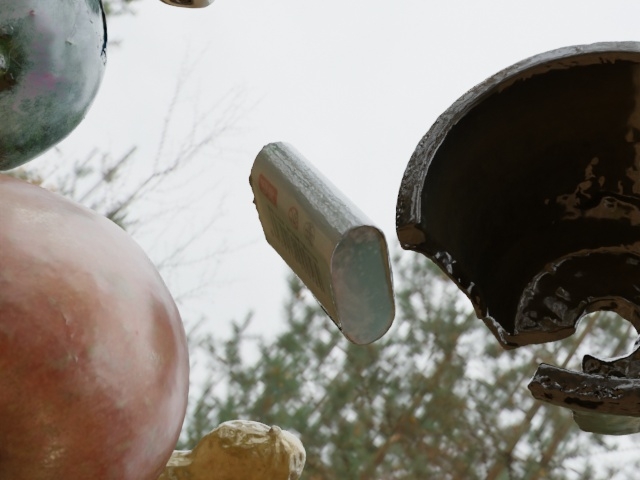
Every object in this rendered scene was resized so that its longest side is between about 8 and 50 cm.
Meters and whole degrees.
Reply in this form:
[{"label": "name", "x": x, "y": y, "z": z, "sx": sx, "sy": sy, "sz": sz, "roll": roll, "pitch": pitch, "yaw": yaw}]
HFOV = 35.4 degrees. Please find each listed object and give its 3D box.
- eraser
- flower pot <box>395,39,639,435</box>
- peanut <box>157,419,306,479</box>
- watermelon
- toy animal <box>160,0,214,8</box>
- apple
[{"label": "eraser", "x": 0.000, "y": 0.000, "z": 1.214, "sx": 0.227, "sy": 0.081, "sz": 0.174, "roll": 46, "pitch": -23, "yaw": 48}, {"label": "flower pot", "x": 0.280, "y": 0.026, "z": 0.937, "sx": 0.379, "sy": 0.379, "sz": 0.251, "roll": 24, "pitch": -25, "yaw": 30}, {"label": "peanut", "x": -0.148, "y": 0.317, "z": 1.379, "sx": 0.101, "sy": 0.263, "sz": 0.117, "roll": 12, "pitch": 58, "yaw": -80}, {"label": "watermelon", "x": -0.340, "y": -0.238, "z": 1.124, "sx": 0.175, "sy": 0.188, "sz": 0.322, "roll": -113, "pitch": -177, "yaw": -61}, {"label": "toy animal", "x": -0.171, "y": -0.399, "z": 1.433, "sx": 0.138, "sy": 0.179, "sz": 0.166, "roll": -103, "pitch": 175, "yaw": -57}, {"label": "apple", "x": -0.199, "y": 0.069, "z": 0.553, "sx": 0.253, "sy": 0.253, "sz": 0.253, "roll": 31, "pitch": -29, "yaw": 19}]
